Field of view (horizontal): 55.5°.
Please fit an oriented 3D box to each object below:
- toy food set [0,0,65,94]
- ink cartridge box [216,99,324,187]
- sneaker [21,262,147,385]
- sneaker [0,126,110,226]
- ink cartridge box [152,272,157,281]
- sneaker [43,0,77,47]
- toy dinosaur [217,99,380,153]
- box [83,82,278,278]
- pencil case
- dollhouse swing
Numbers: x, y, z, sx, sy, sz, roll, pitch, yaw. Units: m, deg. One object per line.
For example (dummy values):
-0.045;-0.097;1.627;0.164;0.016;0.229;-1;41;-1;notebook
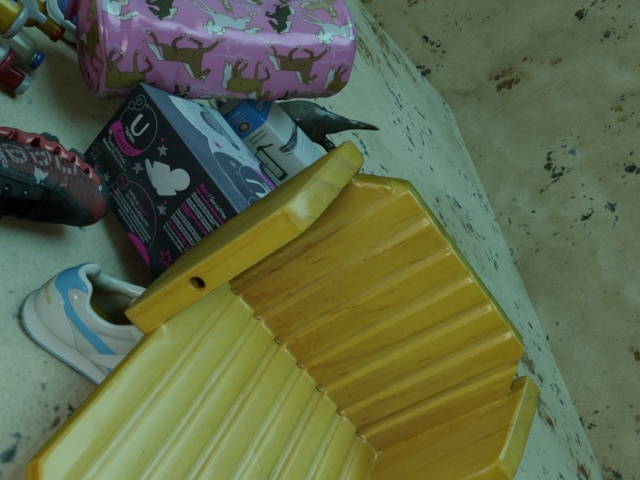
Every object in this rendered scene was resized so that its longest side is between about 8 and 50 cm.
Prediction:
-0.350;-0.234;0.698;0.104;0.111;0.232;37;1;-38;toy food set
-0.100;-0.137;1.016;0.203;0.148;0.085;45;29;-25;ink cartridge box
-0.192;0.111;0.645;0.229;0.092;0.087;42;28;-34;sneaker
-0.330;-0.060;0.579;0.276;0.098;0.135;30;38;-42;sneaker
-0.186;0.050;0.795;0.063;0.029;0.115;18;47;-53;ink cartridge box
-0.301;-0.300;0.913;0.211;0.081;0.080;31;35;-47;sneaker
-0.057;-0.196;1.100;0.121;0.314;0.160;-66;150;-30;toy dinosaur
-0.152;-0.055;0.778;0.247;0.142;0.163;53;20;16;box
-0.143;-0.279;0.855;0.386;0.160;0.167;-9;25;-30;pencil case
-0.002;0.161;0.534;0.346;0.315;0.305;52;24;-13;dollhouse swing
